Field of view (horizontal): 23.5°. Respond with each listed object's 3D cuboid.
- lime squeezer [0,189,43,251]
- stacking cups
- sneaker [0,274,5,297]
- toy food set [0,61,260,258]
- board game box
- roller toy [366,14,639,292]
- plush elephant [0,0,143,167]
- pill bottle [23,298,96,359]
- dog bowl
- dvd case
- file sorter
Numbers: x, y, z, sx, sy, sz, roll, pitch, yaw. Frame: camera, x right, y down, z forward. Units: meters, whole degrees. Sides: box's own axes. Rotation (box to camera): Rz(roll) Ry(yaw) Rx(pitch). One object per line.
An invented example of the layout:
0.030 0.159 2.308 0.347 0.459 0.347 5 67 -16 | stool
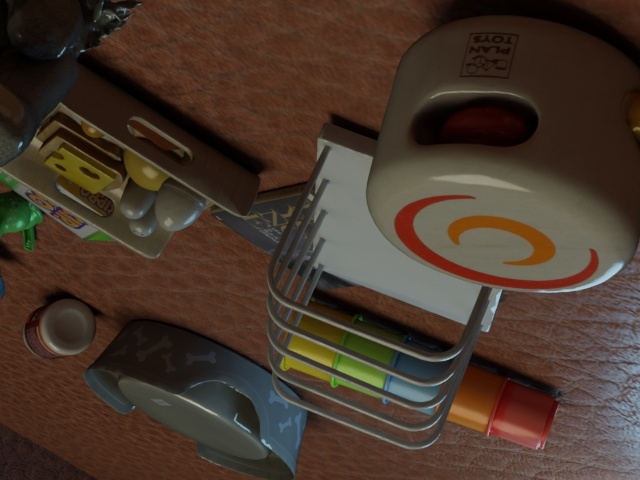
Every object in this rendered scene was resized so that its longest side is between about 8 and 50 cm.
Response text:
-0.389 -0.012 1.949 0.059 0.110 0.310 8 -170 4 | lime squeezer
0.112 0.164 1.759 0.316 0.096 0.096 22 160 12 | stacking cups
-0.577 0.006 2.242 0.262 0.104 0.125 14 127 13 | sneaker
-0.213 -0.064 1.592 0.219 0.092 0.306 32 159 -16 | toy food set
-0.320 -0.067 1.811 0.259 0.039 0.124 35 159 -32 | board game box
0.138 -0.064 1.080 0.191 0.146 0.209 23 156 -17 | roller toy
-0.294 -0.205 1.142 0.272 0.330 0.255 -12 117 40 | plush elephant
-0.404 0.138 2.348 0.086 0.086 0.152 33 159 -18 | pill bottle
-0.176 0.236 2.294 0.348 0.102 0.349 23 160 9 | dog bowl
0.000 0.000 1.601 0.164 0.018 0.221 35 158 -24 | dvd case
0.058 0.057 1.413 0.193 0.173 0.278 21 157 8 | file sorter
